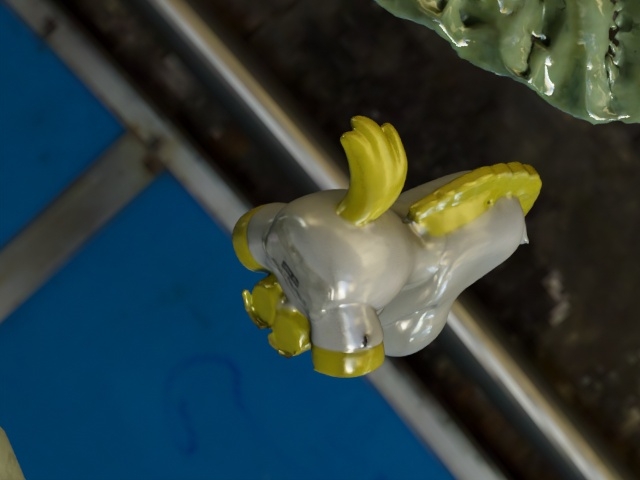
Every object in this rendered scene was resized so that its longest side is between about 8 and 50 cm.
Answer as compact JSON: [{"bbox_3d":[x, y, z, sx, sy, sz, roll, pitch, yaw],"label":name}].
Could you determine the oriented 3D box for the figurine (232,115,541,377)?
[{"bbox_3d":[0.045,0.006,1.014,0.178,0.129,0.109,7,-145,-49],"label":"figurine"}]

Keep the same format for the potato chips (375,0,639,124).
[{"bbox_3d":[0.202,-0.271,1.223,0.373,0.389,0.097,19,172,1],"label":"potato chips"}]

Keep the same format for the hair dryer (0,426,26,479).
[{"bbox_3d":[-0.275,0.313,1.952,0.173,0.107,0.357,63,-172,29],"label":"hair dryer"}]
